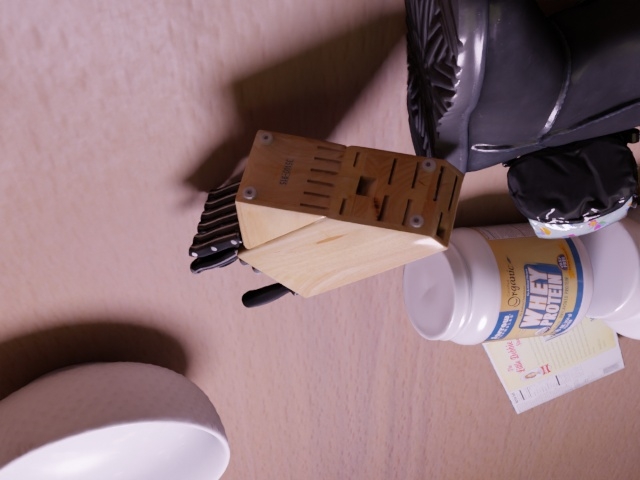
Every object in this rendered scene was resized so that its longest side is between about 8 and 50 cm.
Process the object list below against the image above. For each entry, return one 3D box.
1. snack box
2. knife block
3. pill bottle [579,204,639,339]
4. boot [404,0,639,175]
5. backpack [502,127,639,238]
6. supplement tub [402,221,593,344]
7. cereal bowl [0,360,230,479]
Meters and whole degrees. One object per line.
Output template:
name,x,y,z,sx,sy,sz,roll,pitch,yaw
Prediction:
snack box,0.340,0.149,1.915,0.187,0.060,0.322,-24,150,5
knife block,0.000,0.000,1.312,0.275,0.088,0.242,10,151,11
pill bottle,0.462,0.046,1.702,0.318,0.176,0.176,6,141,-39
boot,0.307,-0.210,1.198,0.445,0.146,0.367,-13,162,-3
backpack,0.277,-0.061,1.432,0.152,0.115,0.182,-6,180,11
supplement tub,0.216,0.052,1.590,0.199,0.144,0.144,-5,147,-27
cereal bowl,-0.288,0.248,1.604,0.339,0.141,0.339,-15,151,-9
